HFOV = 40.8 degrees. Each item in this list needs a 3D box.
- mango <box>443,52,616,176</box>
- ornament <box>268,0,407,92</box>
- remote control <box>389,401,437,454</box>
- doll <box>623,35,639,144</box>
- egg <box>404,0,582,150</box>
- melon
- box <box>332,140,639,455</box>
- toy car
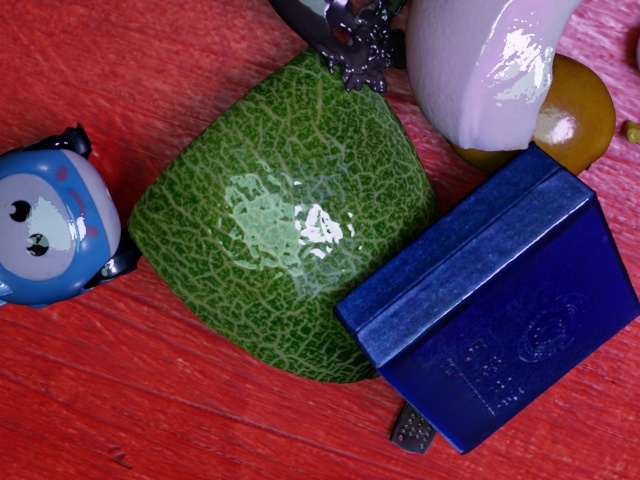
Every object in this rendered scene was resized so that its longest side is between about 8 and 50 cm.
[{"bbox_3d":[0.221,-0.143,0.981,0.221,0.120,0.151,12,94,9],"label":"mango"},{"bbox_3d":[0.027,-0.308,0.935,0.260,0.106,0.251,34,66,-18],"label":"ornament"},{"bbox_3d":[0.153,0.184,1.122,0.059,0.028,0.212,22,106,-5],"label":"remote control"},{"bbox_3d":[0.449,-0.271,0.940,0.160,0.094,0.365,13,106,4],"label":"doll"},{"bbox_3d":[0.184,-0.250,0.878,0.206,0.161,0.271,34,72,31],"label":"egg"},{"bbox_3d":[0.000,0.000,1.009,0.331,0.226,0.343,-44,88,-12],"label":"melon"},{"bbox_3d":[0.195,0.078,0.955,0.279,0.116,0.261,-39,138,3],"label":"box"},{"bbox_3d":[-0.343,-0.010,1.001,0.255,0.190,0.188,-12,104,50],"label":"toy car"}]
